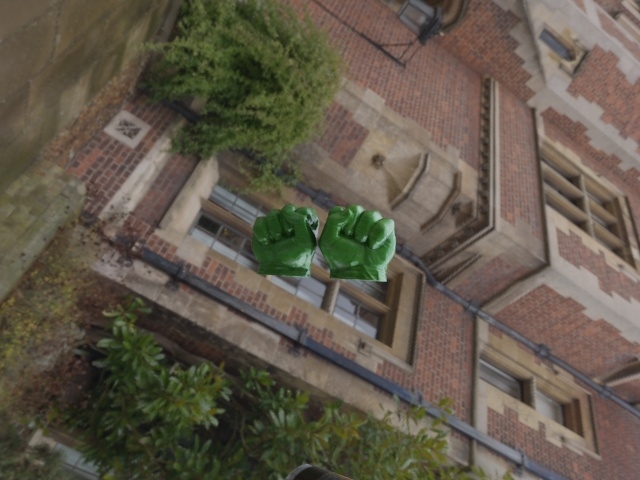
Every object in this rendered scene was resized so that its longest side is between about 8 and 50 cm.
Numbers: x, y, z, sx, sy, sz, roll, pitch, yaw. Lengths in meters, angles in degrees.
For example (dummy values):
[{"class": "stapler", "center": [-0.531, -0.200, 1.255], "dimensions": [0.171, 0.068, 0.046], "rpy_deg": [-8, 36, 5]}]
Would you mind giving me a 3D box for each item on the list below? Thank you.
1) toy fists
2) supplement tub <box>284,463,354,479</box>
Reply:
[{"class": "toy fists", "center": [0.000, 0.000, 0.934], "dimensions": [0.096, 0.279, 0.142], "rpy_deg": [18, 75, -72]}, {"class": "supplement tub", "center": [0.022, 0.453, 0.829], "dimensions": [0.190, 0.117, 0.117], "rpy_deg": [-11, -133, 52]}]
